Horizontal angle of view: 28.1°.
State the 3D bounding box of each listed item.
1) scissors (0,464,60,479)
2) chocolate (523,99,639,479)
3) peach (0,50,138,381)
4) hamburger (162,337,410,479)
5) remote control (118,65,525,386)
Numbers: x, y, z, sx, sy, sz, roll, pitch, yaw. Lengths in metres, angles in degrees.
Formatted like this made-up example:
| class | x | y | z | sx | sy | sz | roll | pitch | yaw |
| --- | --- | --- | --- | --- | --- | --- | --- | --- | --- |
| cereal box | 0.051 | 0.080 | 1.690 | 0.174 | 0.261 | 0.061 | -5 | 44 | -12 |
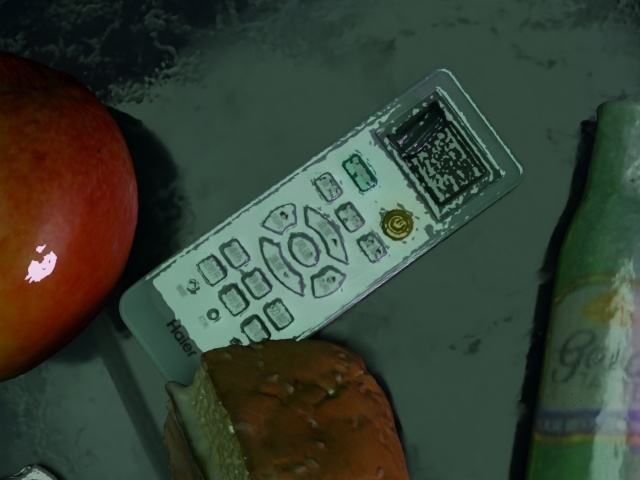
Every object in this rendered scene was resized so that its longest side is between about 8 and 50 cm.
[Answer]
| class | x | y | z | sx | sy | sz | roll | pitch | yaw |
| --- | --- | --- | --- | --- | --- | --- | --- | --- | --- |
| scissors | -0.162 | 0.237 | 0.928 | 0.189 | 0.015 | 0.100 | 24 | 91 | 2 |
| chocolate | 0.202 | 0.052 | 0.874 | 0.110 | 0.110 | 0.291 | 6 | 86 | 4 |
| peach | -0.237 | -0.023 | 0.849 | 0.230 | 0.231 | 0.231 | 0 | 88 | 3 |
| hamburger | -0.003 | 0.164 | 0.815 | 0.155 | 0.208 | 0.135 | -8 | 130 | -18 |
| remote control | 0.000 | 0.000 | 0.910 | 0.293 | 0.051 | 0.103 | -36 | 87 | -2 |
